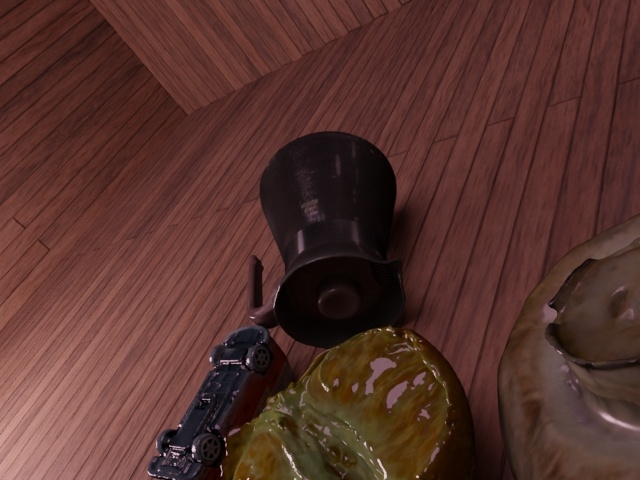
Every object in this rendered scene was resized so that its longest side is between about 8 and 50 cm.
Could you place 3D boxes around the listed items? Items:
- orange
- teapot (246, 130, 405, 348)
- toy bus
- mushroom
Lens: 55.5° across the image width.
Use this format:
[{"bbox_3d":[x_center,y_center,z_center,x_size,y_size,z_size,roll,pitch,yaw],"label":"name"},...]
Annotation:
[{"bbox_3d":[0.031,0.261,0.653,0.334,0.196,0.262,-43,13,-16],"label":"orange"},{"bbox_3d":[0.000,0.000,1.034,0.300,0.253,0.344,-31,33,20],"label":"teapot"},{"bbox_3d":[-0.138,0.263,0.934,0.121,0.120,0.265,-12,39,42],"label":"toy bus"},{"bbox_3d":[0.293,0.114,0.476,0.352,0.260,0.352,-37,21,17],"label":"mushroom"}]
